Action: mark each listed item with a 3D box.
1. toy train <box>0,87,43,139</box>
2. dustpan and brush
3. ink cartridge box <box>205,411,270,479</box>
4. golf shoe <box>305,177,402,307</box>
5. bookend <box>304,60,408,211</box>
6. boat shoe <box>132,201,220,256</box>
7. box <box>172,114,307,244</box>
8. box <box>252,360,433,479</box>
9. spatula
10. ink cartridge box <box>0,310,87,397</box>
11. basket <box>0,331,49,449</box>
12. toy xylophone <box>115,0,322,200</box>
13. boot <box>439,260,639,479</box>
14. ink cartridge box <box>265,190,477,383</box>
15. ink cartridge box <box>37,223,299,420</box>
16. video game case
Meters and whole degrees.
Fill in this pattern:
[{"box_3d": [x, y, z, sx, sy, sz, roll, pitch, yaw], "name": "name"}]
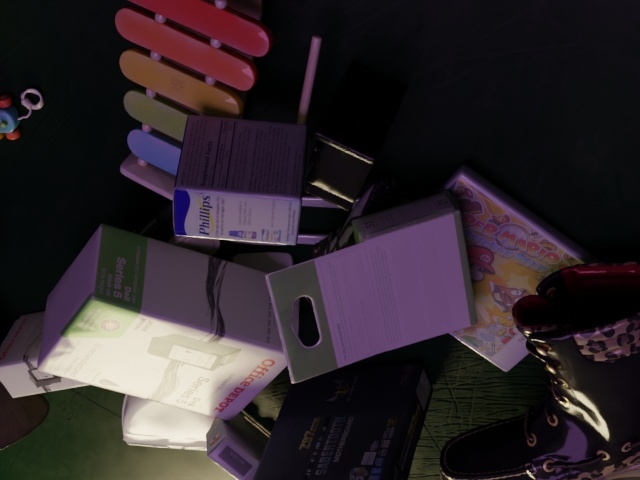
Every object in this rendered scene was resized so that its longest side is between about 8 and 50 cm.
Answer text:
[{"box_3d": [-0.432, -0.186, 1.849, 0.166, 0.046, 0.125, 36, 129, -8], "name": "toy train"}, {"box_3d": [-0.204, 0.195, 2.057, 0.147, 0.060, 0.211, 4, 134, 3], "name": "dustpan and brush"}, {"box_3d": [-0.091, 0.286, 2.002, 0.145, 0.179, 0.045, 41, 93, -13], "name": "ink cartridge box"}, {"box_3d": [0.030, 0.007, 1.793, 0.094, 0.077, 0.198, 33, 110, 38], "name": "golf shoe"}, {"box_3d": [0.023, -0.092, 1.689, 0.072, 0.156, 0.157, 25, 130, 0], "name": "bookend"}, {"box_3d": [-0.211, 0.016, 1.915, 0.084, 0.079, 0.233, 10, 147, -41], "name": "boat shoe"}, {"box_3d": [-0.087, -0.067, 1.642, 0.137, 0.126, 0.072, 5, 133, -1], "name": "box"}, {"box_3d": [0.028, 0.253, 1.895, 0.183, 0.232, 0.059, -7, 125, 25], "name": "box"}, {"box_3d": [0.000, 0.000, 1.858, 0.242, 0.019, 0.168, 3, 125, 13], "name": "spatula"}, {"box_3d": [-0.354, 0.146, 2.029, 0.151, 0.109, 0.063, -12, 124, 27], "name": "ink cartridge box"}, {"box_3d": [-0.512, 0.170, 2.081, 0.204, 0.154, 0.226, -13, 117, 10], "name": "basket"}, {"box_3d": [-0.122, -0.180, 1.698, 0.236, 0.081, 0.322, 20, 129, 21], "name": "toy xylophone"}, {"box_3d": [0.288, 0.177, 1.787, 0.378, 0.138, 0.284, -11, 129, 22], "name": "boot"}, {"box_3d": [0.058, 0.055, 1.737, 0.235, 0.056, 0.171, -17, 125, -6], "name": "ink cartridge box"}, {"box_3d": [-0.187, 0.107, 1.868, 0.273, 0.114, 0.198, 18, 142, -22], "name": "ink cartridge box"}, {"box_3d": [0.199, 0.039, 1.801, 0.227, 0.026, 0.206, 35, 128, -10], "name": "video game case"}]
